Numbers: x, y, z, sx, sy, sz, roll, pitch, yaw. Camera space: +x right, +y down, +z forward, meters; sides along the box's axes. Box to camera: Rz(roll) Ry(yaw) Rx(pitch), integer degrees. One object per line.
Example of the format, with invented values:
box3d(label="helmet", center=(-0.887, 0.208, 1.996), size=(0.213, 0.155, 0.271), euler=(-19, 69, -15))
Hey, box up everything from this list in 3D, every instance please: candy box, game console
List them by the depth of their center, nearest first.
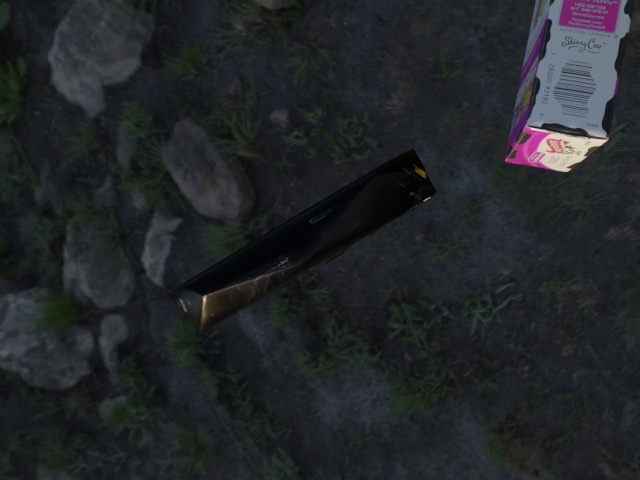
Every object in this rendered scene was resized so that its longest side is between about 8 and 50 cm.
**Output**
box3d(label="candy box", center=(0.233, -0.192, 0.665), size=(0.071, 0.159, 0.233), euler=(11, 88, 8))
box3d(label="game console", center=(0.000, 0.000, 0.685), size=(0.213, 0.361, 0.043), euler=(-30, 87, 5))
